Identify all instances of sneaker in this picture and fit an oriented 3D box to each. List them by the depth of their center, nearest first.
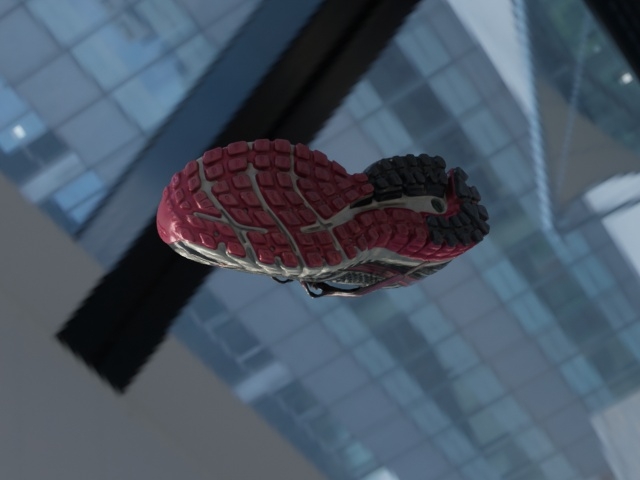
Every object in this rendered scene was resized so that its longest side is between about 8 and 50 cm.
[{"bbox_3d":[0.000,0.000,1.306,0.299,0.112,0.121,4,-126,-37],"label":"sneaker"}]
